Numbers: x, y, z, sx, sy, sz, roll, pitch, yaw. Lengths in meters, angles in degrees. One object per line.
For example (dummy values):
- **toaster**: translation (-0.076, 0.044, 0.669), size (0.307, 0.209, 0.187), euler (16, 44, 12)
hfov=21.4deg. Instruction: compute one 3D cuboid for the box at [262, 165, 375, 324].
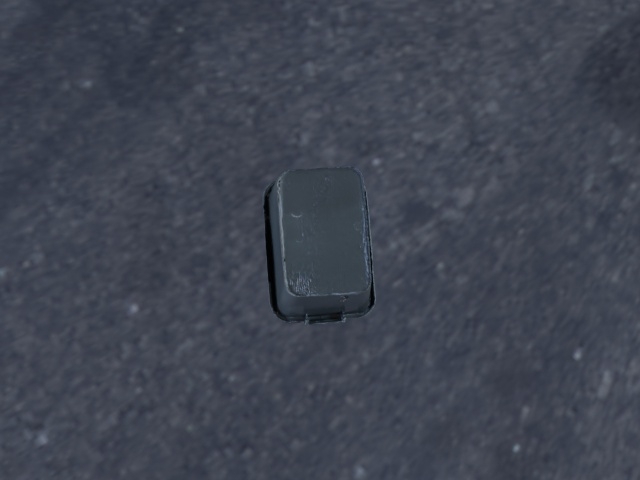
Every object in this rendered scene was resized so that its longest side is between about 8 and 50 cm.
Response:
- **box**: translation (0.000, 0.000, 1.296), size (0.084, 0.069, 0.122), euler (-4, 78, -4)
